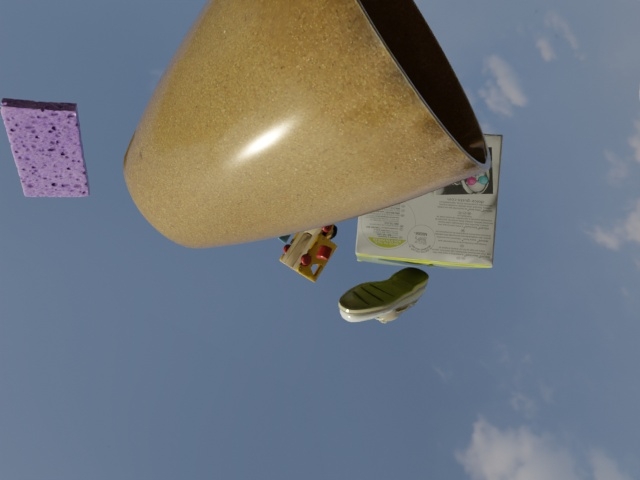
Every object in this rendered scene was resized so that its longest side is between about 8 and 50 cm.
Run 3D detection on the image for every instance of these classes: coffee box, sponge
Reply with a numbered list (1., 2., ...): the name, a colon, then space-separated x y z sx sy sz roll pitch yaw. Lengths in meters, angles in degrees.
1. coffee box: 0.274 -0.097 1.480 0.339 0.337 0.333 5 -94 5
2. sponge: -0.496 -0.163 0.993 0.117 0.210 0.031 -1 -131 -16

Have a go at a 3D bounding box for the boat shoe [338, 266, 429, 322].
1. boat shoe: 0.171 0.164 1.429 0.303 0.103 0.113 -15 -145 -36

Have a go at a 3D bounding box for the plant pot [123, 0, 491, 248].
1. plant pot: -0.034 -0.101 0.448 0.237 0.255 0.237 41 -146 -35

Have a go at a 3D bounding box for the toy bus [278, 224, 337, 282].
1. toy bus: -0.010 0.008 1.422 0.104 0.202 0.190 37 -141 -40
